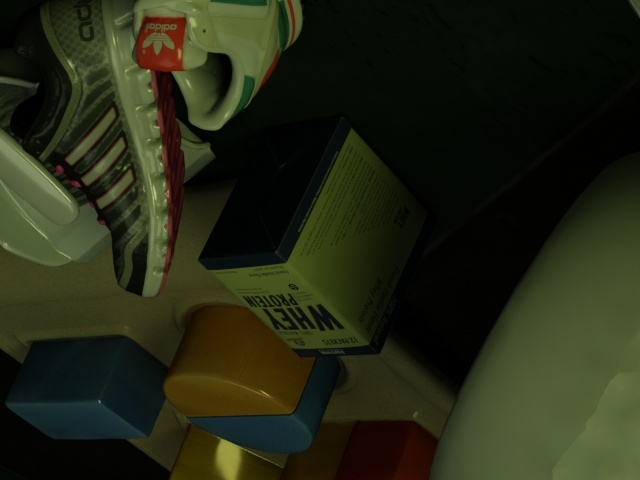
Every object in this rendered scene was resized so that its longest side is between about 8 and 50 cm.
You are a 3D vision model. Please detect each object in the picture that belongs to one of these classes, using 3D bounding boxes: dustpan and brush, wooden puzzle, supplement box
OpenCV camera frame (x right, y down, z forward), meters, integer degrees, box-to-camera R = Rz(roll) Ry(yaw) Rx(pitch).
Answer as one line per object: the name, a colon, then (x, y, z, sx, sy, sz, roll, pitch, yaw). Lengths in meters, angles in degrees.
dustpan and brush: (-0.178, -0.063, 0.921, 0.211, 0.060, 0.147, 41, 134, -14)
wooden puzzle: (-0.051, 0.112, 1.101, 0.322, 0.080, 0.348, -6, 138, 43)
supplement box: (0.000, 0.000, 0.877, 0.056, 0.083, 0.083, -6, 139, 44)

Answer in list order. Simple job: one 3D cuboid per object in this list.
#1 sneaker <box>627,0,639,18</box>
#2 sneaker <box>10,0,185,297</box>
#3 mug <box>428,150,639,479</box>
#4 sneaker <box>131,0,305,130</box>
sneaker: (0.230, -0.119, 0.457, 0.366, 0.137, 0.210, -8, 175, 7)
sneaker: (-0.107, -0.047, 0.860, 0.075, 0.063, 0.170, -2, 126, 4)
mug: (0.223, 0.136, 0.743, 0.328, 0.276, 0.374, 31, 160, 15)
sneaker: (-0.053, -0.112, 0.746, 0.057, 0.075, 0.161, 11, 148, 24)
